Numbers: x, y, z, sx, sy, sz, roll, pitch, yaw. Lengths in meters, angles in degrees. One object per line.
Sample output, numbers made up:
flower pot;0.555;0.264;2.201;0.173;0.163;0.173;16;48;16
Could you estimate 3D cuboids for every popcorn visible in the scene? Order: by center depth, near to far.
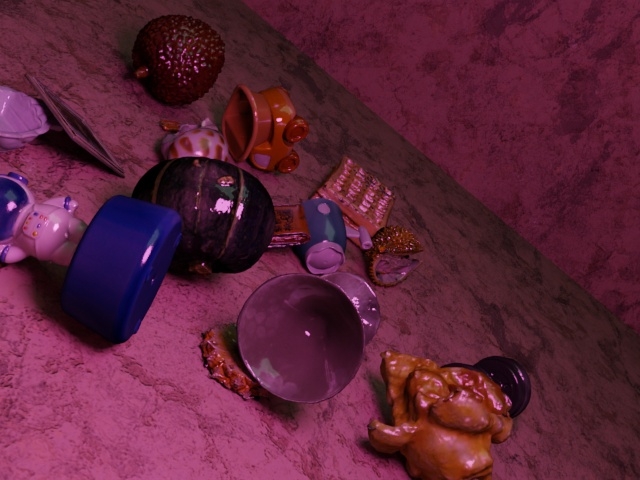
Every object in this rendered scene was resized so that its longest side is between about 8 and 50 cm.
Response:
popcorn;0.250;0.419;1.799;0.325;0.290;0.321;-18;17;-32

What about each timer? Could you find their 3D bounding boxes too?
timer;-0.479;0.000;1.472;0.383;0.270;0.270;23;26;-2

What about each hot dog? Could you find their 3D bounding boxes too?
hot dog;-0.433;-0.329;2.300;0.083;0.021;0.037;-2;59;-58

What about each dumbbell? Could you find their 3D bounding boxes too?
dumbbell;0.426;0.407;2.130;0.388;0.185;0.185;5;42;-53

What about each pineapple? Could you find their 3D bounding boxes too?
pineapple;-0.161;0.253;1.698;0.221;0.047;0.221;34;24;-17

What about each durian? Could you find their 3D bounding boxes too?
durian;0.204;0.032;2.430;0.138;0.193;0.237;47;5;28

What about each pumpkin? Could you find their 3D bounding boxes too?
pumpkin;-0.257;-0.049;1.734;0.323;0.323;0.241;20;65;-39

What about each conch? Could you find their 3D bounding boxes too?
conch;-0.334;-0.222;2.113;0.149;0.182;0.275;67;24;-19

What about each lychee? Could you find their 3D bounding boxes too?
lychee;-0.426;-0.542;2.364;0.304;0.276;0.276;-29;69;-34

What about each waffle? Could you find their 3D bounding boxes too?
waffle;0.112;-0.133;2.665;0.261;0.114;0.376;37;25;-4

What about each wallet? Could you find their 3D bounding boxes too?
wallet;-0.131;-0.043;2.120;0.195;0.042;0.161;-5;39;-8

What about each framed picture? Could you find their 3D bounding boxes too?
framed picture;-0.566;-0.264;1.864;0.217;0.017;0.274;51;-1;16

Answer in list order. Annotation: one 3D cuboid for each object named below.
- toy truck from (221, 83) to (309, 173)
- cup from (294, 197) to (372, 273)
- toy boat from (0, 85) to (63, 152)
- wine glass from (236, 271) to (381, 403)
toy truck;-0.170;-0.344;2.437;0.211;0.288;0.204;-9;53;-28
cup;0.000;0.000;2.225;0.299;0.168;0.173;1;45;-16
toy boat;-0.697;-0.262;1.711;0.199;0.100;0.290;51;27;18
wine glass;0.005;0.181;1.764;0.267;0.267;0.406;44;12;7
